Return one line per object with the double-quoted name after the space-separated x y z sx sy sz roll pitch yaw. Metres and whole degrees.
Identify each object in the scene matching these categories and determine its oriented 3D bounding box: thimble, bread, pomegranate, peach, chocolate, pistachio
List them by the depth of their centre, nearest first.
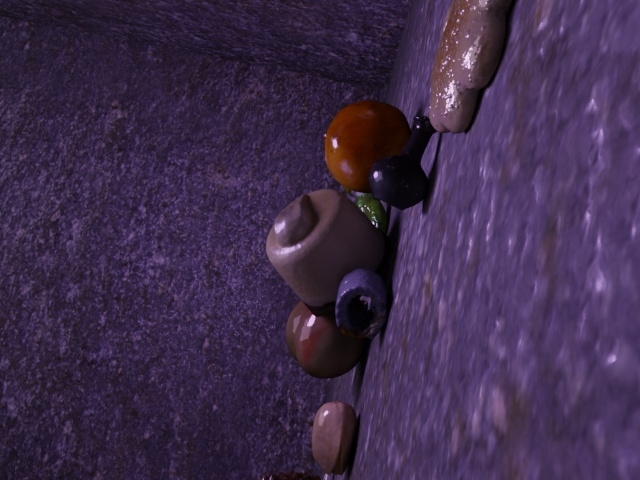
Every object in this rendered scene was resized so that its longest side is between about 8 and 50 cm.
0.223 -0.313 0.715 0.316 0.054 0.316 -168 90 -90 "bread"
0.102 0.155 1.159 0.118 0.127 0.151 -71 -7 -67 "thimble"
0.034 0.531 1.256 0.145 0.117 0.200 -137 58 -86 "pistachio"
0.129 -0.264 1.330 0.264 0.264 0.264 12 -90 -88 "pomegranate"
0.000 0.000 1.334 0.314 0.297 0.326 -41 20 -2 "chocolate"
0.022 0.278 1.462 0.292 0.247 0.292 -163 90 -80 "peach"

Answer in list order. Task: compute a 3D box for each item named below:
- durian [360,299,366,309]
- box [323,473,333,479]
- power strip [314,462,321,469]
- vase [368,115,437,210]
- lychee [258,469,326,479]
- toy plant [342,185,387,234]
0.121 0.277 1.663 0.186 0.119 0.108 -12 -103 -62 "durian"
0.010 0.914 1.589 0.122 0.032 0.220 99 -177 -49 "box"
0.018 0.882 2.002 0.253 0.054 0.167 97 -176 -57 "power strip"
0.172 -0.154 0.915 0.183 0.120 0.120 -63 0 8 "vase"
-0.040 0.543 0.811 0.267 0.267 0.267 12 -90 -88 "lychee"
0.159 -0.118 1.622 0.224 0.184 0.316 139 135 -63 "toy plant"
